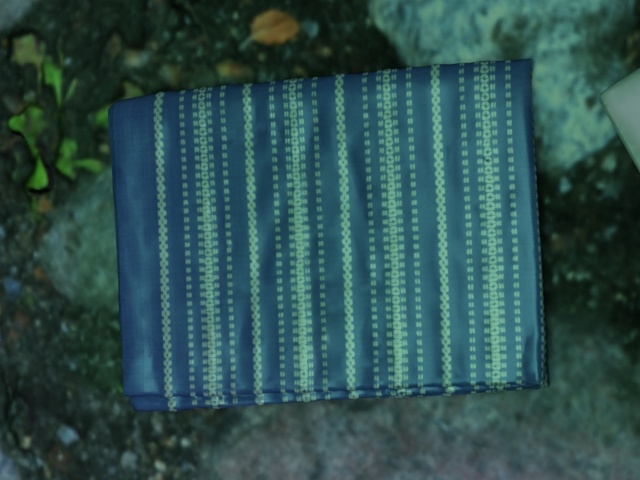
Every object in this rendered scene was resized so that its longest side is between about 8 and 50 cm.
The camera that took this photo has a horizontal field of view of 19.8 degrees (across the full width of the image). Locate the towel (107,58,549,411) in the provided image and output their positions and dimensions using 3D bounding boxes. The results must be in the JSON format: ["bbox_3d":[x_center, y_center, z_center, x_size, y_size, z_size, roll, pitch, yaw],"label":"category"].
[{"bbox_3d":[0.000,0.000,1.356,0.336,0.040,0.243,-4,88,18],"label":"towel"}]

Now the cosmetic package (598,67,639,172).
[{"bbox_3d":[0.435,-0.023,1.017,0.394,0.327,0.329,-31,74,20],"label":"cosmetic package"}]
